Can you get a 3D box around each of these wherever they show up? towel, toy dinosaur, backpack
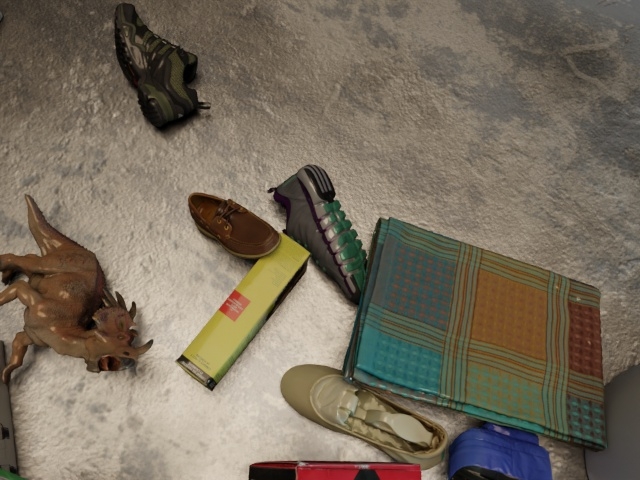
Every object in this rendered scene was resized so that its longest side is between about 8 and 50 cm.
[{"bbox_3d":[0.233,0.124,0.849,0.369,0.040,0.272,17,57,-3],"label":"towel"},{"bbox_3d":[-0.344,0.075,0.820,0.200,0.127,0.296,-8,59,-15],"label":"toy dinosaur"},{"bbox_3d":[0.233,0.301,0.799,0.120,0.098,0.101,12,41,-1],"label":"backpack"}]

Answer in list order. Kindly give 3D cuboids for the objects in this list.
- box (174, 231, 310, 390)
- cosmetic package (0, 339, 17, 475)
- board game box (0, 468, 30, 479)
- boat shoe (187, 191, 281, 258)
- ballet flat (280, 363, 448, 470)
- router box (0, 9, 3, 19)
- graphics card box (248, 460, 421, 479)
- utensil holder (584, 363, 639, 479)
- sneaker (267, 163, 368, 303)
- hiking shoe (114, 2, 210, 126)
[{"bbox_3d":[-0.106,0.102,0.844,0.058,0.087,0.232,36,72,8],"label":"box"},{"bbox_3d":[-0.442,0.241,0.760,0.060,0.099,0.239,-13,72,-12],"label":"cosmetic package"},{"bbox_3d":[-0.249,0.386,0.595,0.317,0.046,0.214,22,89,0],"label":"board game box"},{"bbox_3d":[-0.133,-0.025,0.858,0.177,0.060,0.064,23,65,38],"label":"boat shoe"},{"bbox_3d":[0.061,0.235,0.813,0.248,0.086,0.086,24,70,4],"label":"ballet flat"},{"bbox_3d":[-0.735,-0.304,0.936,0.300,0.082,0.336,18,70,2],"label":"router box"},{"bbox_3d":[0.019,0.446,0.666,0.232,0.094,0.371,20,63,-42],"label":"graphics card box"},{"bbox_3d":[0.546,0.261,0.684,0.327,0.385,0.328,1,71,-4],"label":"utensil holder"},{"bbox_3d":[0.000,0.000,0.910,0.098,0.083,0.224,-25,86,27],"label":"sneaker"},{"bbox_3d":[-0.267,-0.297,0.985,0.114,0.086,0.227,-19,78,-25],"label":"hiking shoe"}]
